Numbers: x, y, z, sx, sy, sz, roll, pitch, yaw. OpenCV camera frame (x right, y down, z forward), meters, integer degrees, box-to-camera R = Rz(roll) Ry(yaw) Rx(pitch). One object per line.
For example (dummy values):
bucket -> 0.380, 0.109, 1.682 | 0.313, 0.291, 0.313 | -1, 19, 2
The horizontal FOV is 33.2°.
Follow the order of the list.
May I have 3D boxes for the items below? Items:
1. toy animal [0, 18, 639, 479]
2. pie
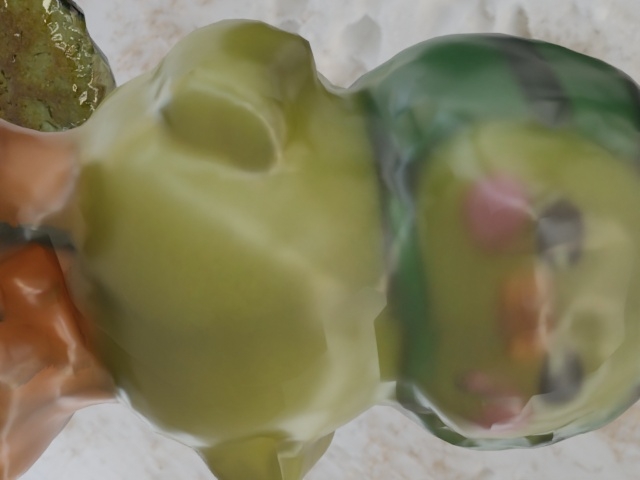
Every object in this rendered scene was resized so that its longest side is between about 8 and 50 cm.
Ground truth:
toy animal -> 0.001, -0.001, 0.497 | 0.191, 0.339, 0.216 | -95, 0, -67
pie -> -0.366, -0.159, 0.981 | 0.371, 0.078, 0.296 | -12, 121, 28
